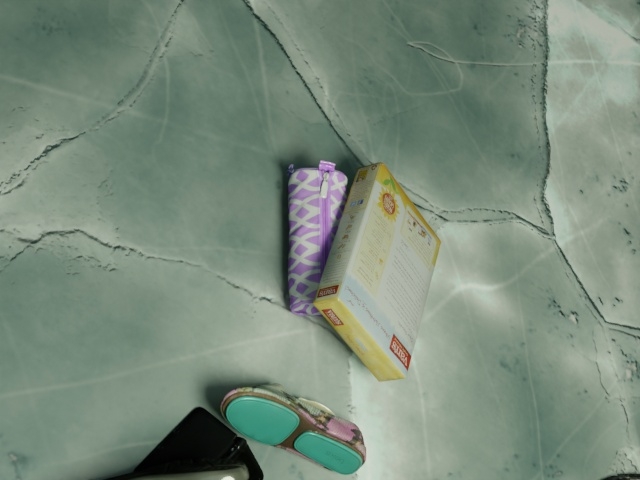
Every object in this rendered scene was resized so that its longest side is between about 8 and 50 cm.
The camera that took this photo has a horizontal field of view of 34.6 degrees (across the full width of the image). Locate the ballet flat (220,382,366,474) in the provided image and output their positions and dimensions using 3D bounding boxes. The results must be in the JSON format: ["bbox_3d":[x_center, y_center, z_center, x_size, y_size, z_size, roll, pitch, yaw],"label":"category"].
[{"bbox_3d":[-0.035,0.223,1.284,0.221,0.077,0.079,29,28,-27],"label":"ballet flat"}]

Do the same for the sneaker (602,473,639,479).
[{"bbox_3d":[0.422,0.415,1.463,0.275,0.107,0.110,-21,107,-30],"label":"sneaker"}]

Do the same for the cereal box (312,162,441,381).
[{"bbox_3d":[0.080,0.040,1.351,0.173,0.047,0.240,51,43,-33],"label":"cereal box"}]

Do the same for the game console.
[{"bbox_3d":[-0.145,0.285,1.238,0.122,0.071,0.107,-44,127,-30],"label":"game console"}]

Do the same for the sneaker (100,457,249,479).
[{"bbox_3d":[-0.180,0.318,1.137,0.227,0.087,0.130,-16,90,-3],"label":"sneaker"}]

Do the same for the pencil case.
[{"bbox_3d":[0.000,0.000,1.359,0.086,0.088,0.206,5,73,-24],"label":"pencil case"}]
